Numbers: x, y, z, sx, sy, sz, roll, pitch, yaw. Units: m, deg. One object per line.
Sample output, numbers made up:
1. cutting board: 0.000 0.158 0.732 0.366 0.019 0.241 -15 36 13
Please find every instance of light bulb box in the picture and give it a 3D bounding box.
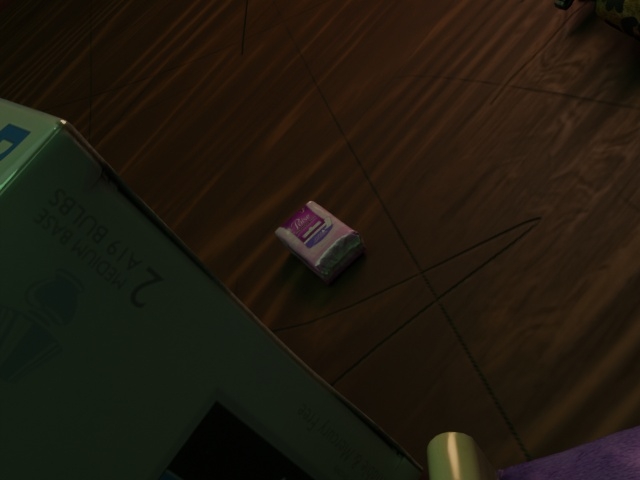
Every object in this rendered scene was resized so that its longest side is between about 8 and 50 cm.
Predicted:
1. light bulb box: -0.189 0.091 0.541 0.361 0.358 0.225 21 69 47

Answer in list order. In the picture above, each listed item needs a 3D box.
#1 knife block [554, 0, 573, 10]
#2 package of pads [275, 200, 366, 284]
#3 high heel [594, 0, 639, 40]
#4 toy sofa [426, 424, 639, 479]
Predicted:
1. knife block: 0.260 -0.356 0.738 0.088 0.275 0.242 12 30 45
2. package of pads: 0.000 0.000 0.746 0.050 0.032 0.083 -41 38 -8
3. high heel: 0.272 -0.116 0.602 0.186 0.093 0.261 -51 40 -9
4. toy sofa: 0.222 0.102 0.339 0.363 0.177 0.150 -24 34 19
